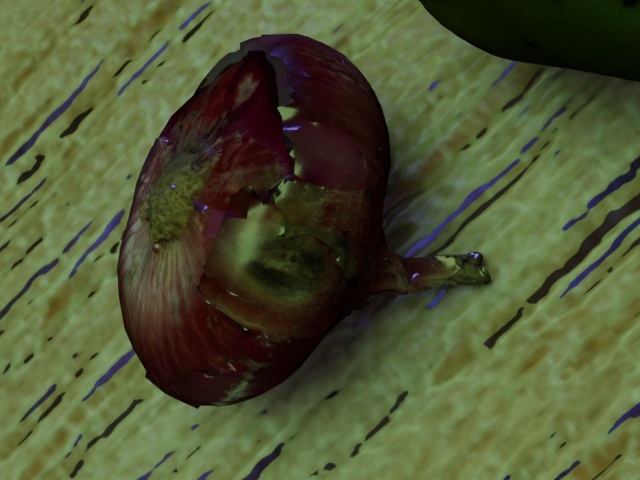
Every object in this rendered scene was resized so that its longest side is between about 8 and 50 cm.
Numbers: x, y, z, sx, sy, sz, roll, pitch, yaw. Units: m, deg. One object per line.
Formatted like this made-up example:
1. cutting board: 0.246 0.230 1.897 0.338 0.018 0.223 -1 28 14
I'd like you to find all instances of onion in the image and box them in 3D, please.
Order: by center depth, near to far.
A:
1. onion: 0.000 0.000 0.697 0.150 0.140 0.150 -49 31 45

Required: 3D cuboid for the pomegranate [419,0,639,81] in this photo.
1. pomegranate: 0.106 -0.175 0.610 0.214 0.214 0.247 -16 109 18
